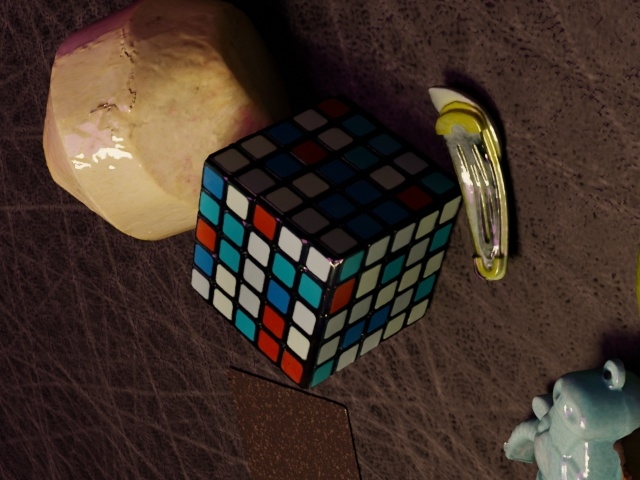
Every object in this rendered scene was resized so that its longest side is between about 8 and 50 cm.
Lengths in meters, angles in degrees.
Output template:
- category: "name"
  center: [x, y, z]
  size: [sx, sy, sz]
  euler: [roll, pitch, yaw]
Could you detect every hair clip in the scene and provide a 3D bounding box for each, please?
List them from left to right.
- category: "hair clip"
  center: [0.145, -0.053, 1.186]
  size: [0.060, 0.033, 0.188]
  euler: [3, 112, 46]

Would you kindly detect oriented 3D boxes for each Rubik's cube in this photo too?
- category: "Rubik's cube"
  center: [0.000, 0.000, 1.264]
  size: [0.182, 0.184, 0.187]
  euler: [39, 137, 27]

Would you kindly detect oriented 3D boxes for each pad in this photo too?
- category: "pad"
  center: [-0.016, 0.325, 1.637]
  size: [0.220, 0.004, 0.330]
  euler: [13, 122, 44]

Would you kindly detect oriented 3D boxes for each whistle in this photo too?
- category: "whistle"
  center: [0.243, 0.213, 1.195]
  size: [0.186, 0.093, 0.274]
  euler: [-114, 24, -49]

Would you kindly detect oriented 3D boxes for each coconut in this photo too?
- category: "coconut"
  center: [-0.168, -0.124, 1.316]
  size: [0.259, 0.259, 0.259]
  euler: [28, 132, 36]

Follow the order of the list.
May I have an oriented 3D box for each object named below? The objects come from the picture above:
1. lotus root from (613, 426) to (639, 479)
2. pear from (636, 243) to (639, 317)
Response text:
- category: "lotus root"
  center: [0.380, 0.245, 0.937]
  size: [0.316, 0.316, 0.250]
  euler: [7, 120, 47]
- category: "pear"
  center: [0.369, 0.003, 0.776]
  size: [0.342, 0.318, 0.238]
  euler: [-12, 81, 19]
